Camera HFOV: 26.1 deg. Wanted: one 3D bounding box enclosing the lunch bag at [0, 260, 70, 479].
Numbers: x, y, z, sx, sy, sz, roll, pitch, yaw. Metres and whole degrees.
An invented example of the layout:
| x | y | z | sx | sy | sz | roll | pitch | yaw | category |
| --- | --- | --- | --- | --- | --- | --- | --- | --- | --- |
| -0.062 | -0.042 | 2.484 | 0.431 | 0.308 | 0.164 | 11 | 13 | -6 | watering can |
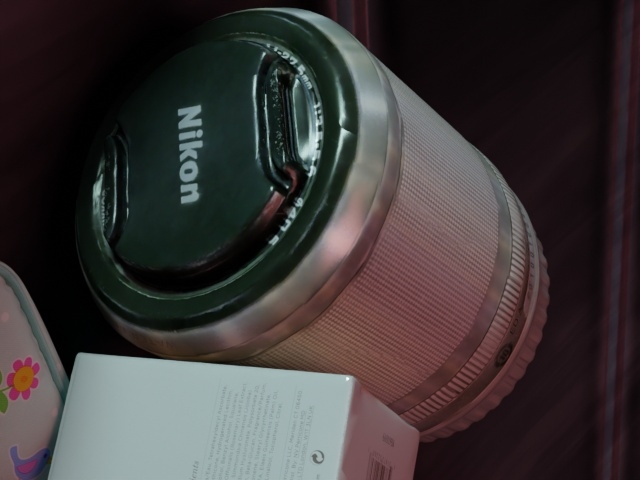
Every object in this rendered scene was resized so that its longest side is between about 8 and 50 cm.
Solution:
| x | y | z | sx | sy | sz | roll | pitch | yaw | category |
| --- | --- | --- | --- | --- | --- | --- | --- | --- | --- |
| -0.227 | 0.144 | 0.764 | 0.224 | 0.107 | 0.279 | -44 | 136 | -36 | lunch bag |

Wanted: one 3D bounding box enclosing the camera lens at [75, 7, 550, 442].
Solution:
| x | y | z | sx | sy | sz | roll | pitch | yaw | category |
| --- | --- | --- | --- | --- | --- | --- | --- | --- | --- |
| 0.000 | 0.000 | 0.875 | 0.274 | 0.219 | 0.219 | 34 | 80 | -49 | camera lens |

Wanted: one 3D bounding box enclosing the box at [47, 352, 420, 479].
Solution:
| x | y | z | sx | sy | sz | roll | pitch | yaw | category |
| --- | --- | --- | --- | --- | --- | --- | --- | --- | --- |
| -0.046 | 0.129 | 0.786 | 0.130 | 0.170 | 0.091 | 47 | 50 | -62 | box |
